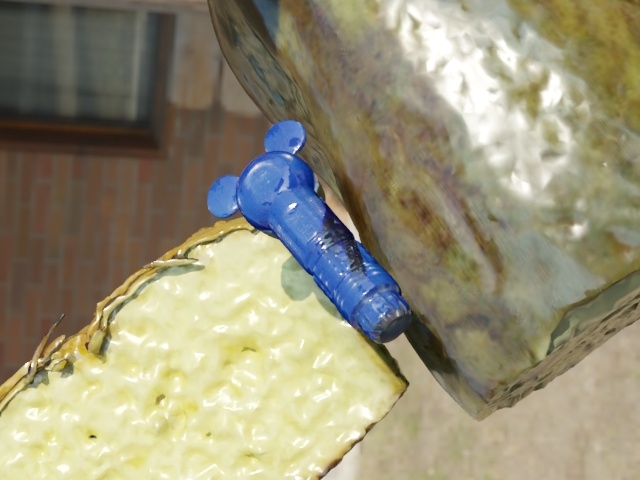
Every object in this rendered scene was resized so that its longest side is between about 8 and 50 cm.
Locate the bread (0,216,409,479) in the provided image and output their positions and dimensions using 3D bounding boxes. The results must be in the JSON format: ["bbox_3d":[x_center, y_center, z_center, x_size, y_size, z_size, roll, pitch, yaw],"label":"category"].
[{"bbox_3d":[-0.081,0.097,0.896,0.260,0.160,0.147,-48,2,7],"label":"bread"}]

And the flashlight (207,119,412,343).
[{"bbox_3d":[0.000,0.000,0.704,0.121,0.057,0.035,48,-177,34],"label":"flashlight"}]

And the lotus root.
[{"bbox_3d":[0.077,-0.096,0.844,0.346,0.250,0.250,53,148,19],"label":"lotus root"}]
